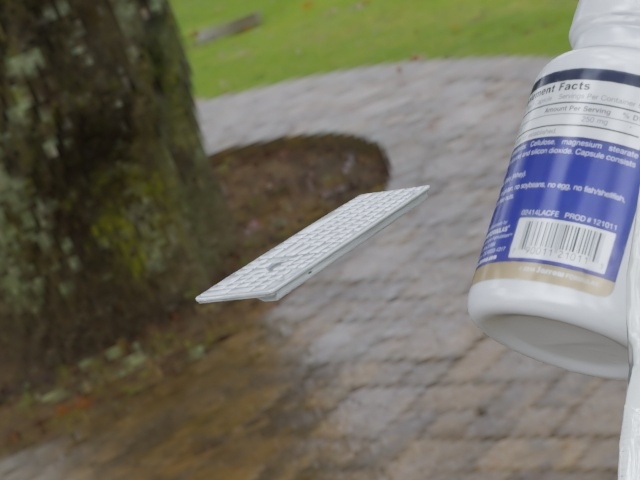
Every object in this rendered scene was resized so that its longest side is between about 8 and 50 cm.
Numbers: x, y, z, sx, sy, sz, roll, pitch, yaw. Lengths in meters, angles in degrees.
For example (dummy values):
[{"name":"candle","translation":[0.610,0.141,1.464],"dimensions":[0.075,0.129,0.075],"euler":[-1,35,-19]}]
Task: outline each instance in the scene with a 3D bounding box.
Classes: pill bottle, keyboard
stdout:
[{"name":"pill bottle","translation":[0.212,-0.045,1.150],"dimensions":[0.153,0.153,0.265],"euler":[-1,64,51]},{"name":"keyboard","translation":[0.000,0.000,1.259],"dimensions":[0.072,0.014,0.256],"euler":[-1,18,32]}]

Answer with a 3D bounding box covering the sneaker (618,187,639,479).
[{"name":"sneaker","translation":[0.171,0.038,0.649],"dimensions":[0.094,0.080,0.212],"euler":[1,67,14]}]
